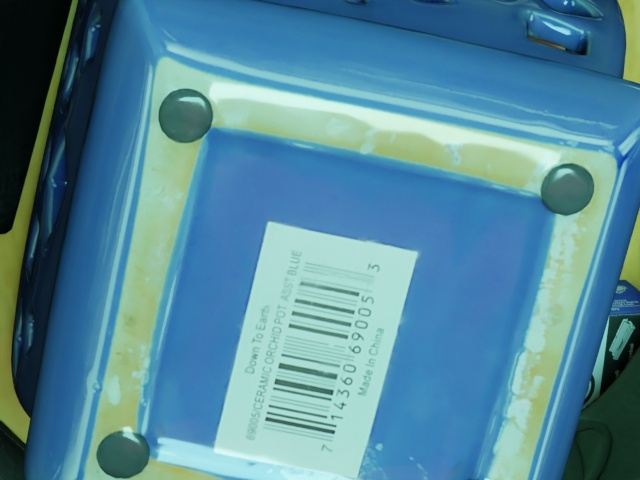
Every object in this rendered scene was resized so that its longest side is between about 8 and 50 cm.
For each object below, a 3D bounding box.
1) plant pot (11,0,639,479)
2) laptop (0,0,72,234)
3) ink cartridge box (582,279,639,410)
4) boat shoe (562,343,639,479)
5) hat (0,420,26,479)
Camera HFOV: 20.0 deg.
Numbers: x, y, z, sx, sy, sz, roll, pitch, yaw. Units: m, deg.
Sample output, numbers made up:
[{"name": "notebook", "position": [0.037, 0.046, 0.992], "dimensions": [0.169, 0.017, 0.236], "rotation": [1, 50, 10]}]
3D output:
[{"name": "plant pot", "position": [0.000, 0.000, 0.736], "dimensions": [0.236, 0.212, 0.236], "rotation": [12, 107, -8]}, {"name": "laptop", "position": [-0.241, -0.134, 0.733], "dimensions": [0.264, 0.136, 0.234], "rotation": [19, 106, 4]}, {"name": "ink cartridge box", "position": [0.110, 0.125, 0.931], "dimensions": [0.097, 0.046, 0.207], "rotation": [-2, 111, -15]}, {"name": "boat shoe", "position": [0.165, 0.130, 0.852], "dimensions": [0.324, 0.122, 0.120], "rotation": [-44, 141, -7]}, {"name": "hat", "position": [-0.225, 0.206, 0.795], "dimensions": [0.134, 0.331, 0.331], "rotation": [-14, 121, 31]}]
